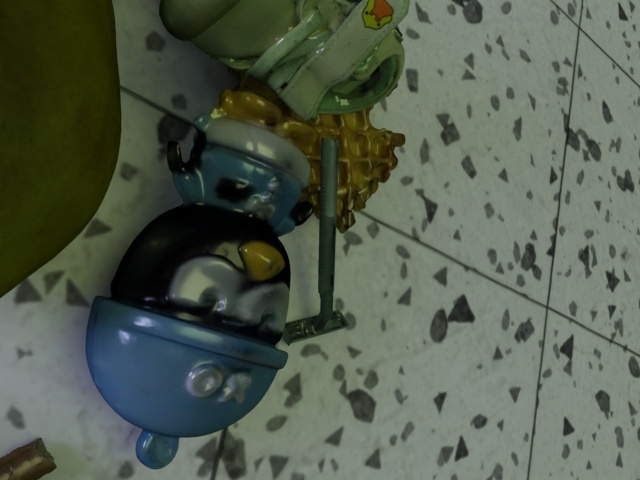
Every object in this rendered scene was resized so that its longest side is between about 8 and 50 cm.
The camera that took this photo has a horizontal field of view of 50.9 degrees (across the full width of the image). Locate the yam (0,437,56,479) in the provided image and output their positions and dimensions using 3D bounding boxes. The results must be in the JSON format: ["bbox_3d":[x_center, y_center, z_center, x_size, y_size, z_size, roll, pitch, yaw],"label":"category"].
[{"bbox_3d":[-0.266,0.190,0.488,0.145,0.032,0.032,-22,98,-37],"label":"yam"}]

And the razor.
[{"bbox_3d":[0.005,0.001,0.684,0.084,0.035,0.212,-11,114,-40],"label":"razor"}]

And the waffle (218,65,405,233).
[{"bbox_3d":[0.002,-0.144,0.739,0.231,0.051,0.229,45,62,-24],"label":"waffle"}]

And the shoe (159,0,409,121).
[{"bbox_3d":[-0.006,-0.180,0.557,0.128,0.140,0.262,47,20,14],"label":"shoe"}]

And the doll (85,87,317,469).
[{"bbox_3d":[-0.090,0.035,0.565,0.177,0.141,0.314,23,82,-41],"label":"doll"}]

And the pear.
[{"bbox_3d":[-0.252,-0.100,0.406,0.269,0.269,0.322,27,57,-33],"label":"pear"}]
